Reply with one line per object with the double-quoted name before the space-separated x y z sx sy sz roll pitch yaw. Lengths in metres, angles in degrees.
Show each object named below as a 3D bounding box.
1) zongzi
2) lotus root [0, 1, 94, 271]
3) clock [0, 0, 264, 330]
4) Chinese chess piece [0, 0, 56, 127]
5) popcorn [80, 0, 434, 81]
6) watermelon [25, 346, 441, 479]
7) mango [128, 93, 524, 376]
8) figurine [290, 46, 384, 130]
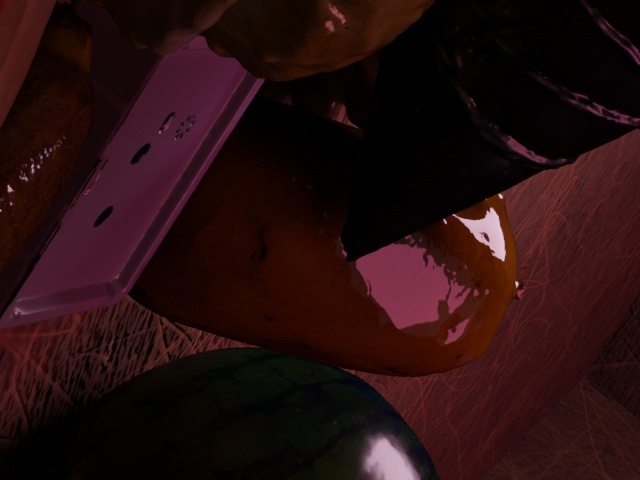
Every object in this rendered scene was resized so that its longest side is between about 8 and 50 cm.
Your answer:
"zongzi" 0.149 -0.138 1.060 0.319 0.383 0.362 29 81 -32
"lotus root" -0.163 -0.039 0.928 0.108 0.094 0.190 -12 -151 53
"clock" -0.119 -0.050 1.071 0.197 0.063 0.150 -56 164 18
"Chinese chess piece" -0.206 -0.065 0.564 0.338 0.140 0.338 -57 169 -17
"popcorn" -0.018 -0.176 0.825 0.184 0.204 0.221 -38 146 -40
"watermelon" -0.069 0.250 1.424 0.363 0.363 0.363 -46 164 -17
"mango" 0.000 0.000 1.242 0.201 0.287 0.152 -1 -105 66
"figurine" 0.073 -0.129 1.341 0.194 0.133 0.274 -36 176 -10
